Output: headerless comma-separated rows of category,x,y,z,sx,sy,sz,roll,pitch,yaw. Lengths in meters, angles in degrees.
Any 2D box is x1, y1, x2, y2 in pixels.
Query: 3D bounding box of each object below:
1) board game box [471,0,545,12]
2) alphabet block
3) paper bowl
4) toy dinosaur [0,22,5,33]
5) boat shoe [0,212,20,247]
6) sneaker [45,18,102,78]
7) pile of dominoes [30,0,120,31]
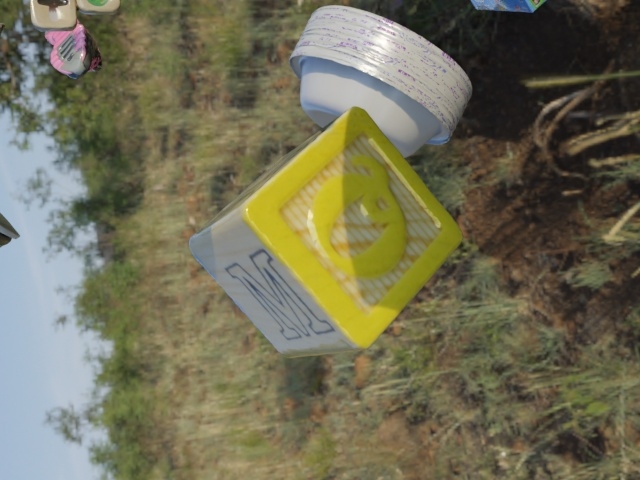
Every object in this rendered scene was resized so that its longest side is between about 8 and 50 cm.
board game box,0.327,-0.404,1.046,0.039,0.211,0.160,50,179,-24
alphabet block,0.000,0.000,0.834,0.193,0.192,0.197,48,155,-10
paper bowl,0.083,-0.233,1.177,0.148,0.284,0.284,-63,14,-4
toy dinosaur,-0.506,-0.197,0.835,0.200,0.296,0.127,26,114,57
boat shoe,-0.563,-0.045,1.084,0.114,0.091,0.302,38,174,27
sneaker,-0.239,-0.188,0.747,0.057,0.047,0.119,45,-170,-41
pile of dominoes,-0.119,-0.272,0.512,0.195,0.251,0.040,65,162,-2
